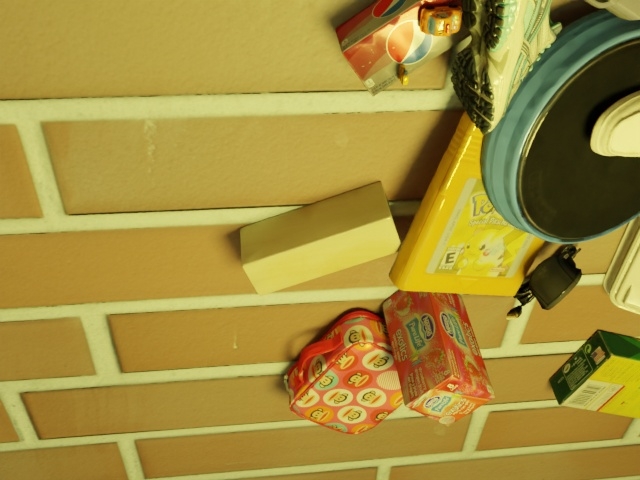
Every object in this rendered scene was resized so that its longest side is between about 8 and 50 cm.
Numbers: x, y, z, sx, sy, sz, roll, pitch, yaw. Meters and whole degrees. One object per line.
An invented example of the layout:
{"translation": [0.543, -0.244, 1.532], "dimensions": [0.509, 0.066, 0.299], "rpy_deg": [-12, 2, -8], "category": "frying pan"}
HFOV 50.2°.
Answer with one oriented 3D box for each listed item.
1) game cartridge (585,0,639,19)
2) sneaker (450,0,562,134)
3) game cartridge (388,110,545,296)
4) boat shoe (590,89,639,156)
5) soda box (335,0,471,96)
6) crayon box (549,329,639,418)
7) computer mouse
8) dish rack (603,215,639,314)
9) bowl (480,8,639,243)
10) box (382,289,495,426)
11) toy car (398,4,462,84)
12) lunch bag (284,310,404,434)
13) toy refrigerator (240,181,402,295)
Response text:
{"translation": [0.317, -0.445, 0.833], "dimensions": [0.354, 0.068, 0.230], "rpy_deg": [19, 99, -24], "category": "game cartridge"}
{"translation": [0.255, -0.248, 0.902], "dimensions": [0.122, 0.110, 0.283], "rpy_deg": [-22, 153, -8], "category": "sneaker"}
{"translation": [0.298, -0.048, 1.178], "dimensions": [0.285, 0.053, 0.324], "rpy_deg": [5, 122, -29], "category": "game cartridge"}
{"translation": [0.532, -0.167, 1.006], "dimensions": [0.276, 0.096, 0.098], "rpy_deg": [-13, 127, -16], "category": "boat shoe"}
{"translation": [0.155, -0.320, 0.956], "dimensions": [0.263, 0.084, 0.092], "rpy_deg": [-30, 128, 17], "category": "soda box"}
{"translation": [0.742, 0.332, 1.640], "dimensions": [0.318, 0.081, 0.202], "rpy_deg": [14, 129, -20], "category": "crayon box"}
{"translation": [0.404, 0.085, 1.285], "dimensions": [0.060, 0.262, 0.184], "rpy_deg": [44, 113, 7], "category": "computer mouse"}
{"translation": [0.723, 0.052, 1.309], "dimensions": [0.285, 0.072, 0.333], "rpy_deg": [16, 135, 14], "category": "dish rack"}
{"translation": [0.444, -0.163, 1.084], "dimensions": [0.390, 0.077, 0.391], "rpy_deg": [-12, 128, -16], "category": "bowl"}
{"translation": [0.223, 0.209, 1.329], "dimensions": [0.128, 0.257, 0.122], "rpy_deg": [30, 123, -30], "category": "box"}
{"translation": [0.151, -0.259, 0.926], "dimensions": [0.060, 0.041, 0.122], "rpy_deg": [9, 129, -15], "category": "toy car"}
{"translation": [0.063, 0.286, 1.468], "dimensions": [0.258, 0.120, 0.293], "rpy_deg": [26, 124, -27], "category": "lunch bag"}
{"translation": [0.000, 0.000, 1.212], "dimensions": [0.269, 0.102, 0.094], "rpy_deg": [-18, 132, 7], "category": "toy refrigerator"}
